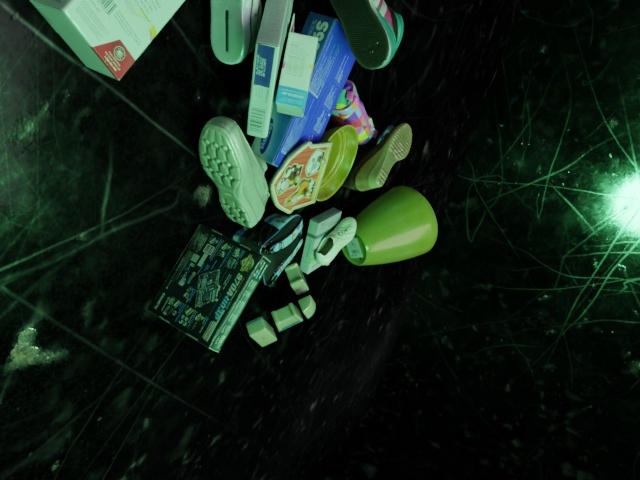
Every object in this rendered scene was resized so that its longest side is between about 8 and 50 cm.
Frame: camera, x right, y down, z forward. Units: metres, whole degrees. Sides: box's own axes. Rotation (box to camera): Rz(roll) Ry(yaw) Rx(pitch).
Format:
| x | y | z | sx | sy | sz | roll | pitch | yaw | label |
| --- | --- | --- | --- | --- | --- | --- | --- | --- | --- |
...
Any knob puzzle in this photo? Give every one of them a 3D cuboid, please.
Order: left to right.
| x | y | z | sx | sy | sz | roll | pitch | yaw | label |
| --- | --- | --- | --- | --- | --- | --- | --- | --- | --- |
| -0.047 | -0.143 | 1.262 | 0.213 | 0.030 | 0.213 | -39 | 149 | -29 | knob puzzle |

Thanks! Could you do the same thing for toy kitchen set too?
| x | y | z | sx | sy | sz | roll | pitch | yaw | label |
| --- | --- | --- | --- | --- | --- | --- | --- | --- | --- |
| -0.126 | 0.192 | 1.605 | 0.207 | 0.166 | 0.122 | -24 | 150 | 0 | toy kitchen set |

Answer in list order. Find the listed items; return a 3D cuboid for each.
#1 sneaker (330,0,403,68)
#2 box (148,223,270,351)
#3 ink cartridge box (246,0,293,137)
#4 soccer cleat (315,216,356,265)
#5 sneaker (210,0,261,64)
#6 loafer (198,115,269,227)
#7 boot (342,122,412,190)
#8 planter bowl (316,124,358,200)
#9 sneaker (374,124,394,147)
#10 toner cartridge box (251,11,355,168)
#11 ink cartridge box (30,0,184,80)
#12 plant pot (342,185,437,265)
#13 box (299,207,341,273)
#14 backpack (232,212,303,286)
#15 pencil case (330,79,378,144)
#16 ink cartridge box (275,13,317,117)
| x | y | z | sx | sy | sz | roll | pitch | yaw | label |
| --- | --- | --- | --- | --- | --- | --- | --- | --- | --- |
| 0.105 | -0.533 | 1.200 | 0.178 | 0.123 | 0.296 | -38 | 112 | -66 | sneaker |
| -0.235 | 0.096 | 1.124 | 0.220 | 0.175 | 0.051 | -61 | 157 | -10 | box |
| -0.096 | -0.353 | 1.018 | 0.223 | 0.045 | 0.224 | 109 | -9 | -55 | ink cartridge box |
| 0.052 | -0.006 | 1.682 | 0.196 | 0.068 | 0.076 | -53 | 152 | -21 | soccer cleat |
| -0.144 | -0.440 | 0.910 | 0.091 | 0.094 | 0.258 | -68 | 173 | -57 | sneaker |
| -0.170 | -0.150 | 1.110 | 0.112 | 0.111 | 0.320 | -59 | 165 | -25 | loafer |
| 0.138 | -0.249 | 1.561 | 0.090 | 0.206 | 0.249 | 51 | 61 | -36 | boot |
| 0.006 | -0.222 | 1.420 | 0.217 | 0.090 | 0.217 | -46 | 154 | -31 | planter bowl |
| 0.222 | -0.348 | 1.820 | 0.053 | 0.059 | 0.144 | 58 | 37 | -28 | sneaker |
| -0.034 | -0.329 | 1.248 | 0.348 | 0.075 | 0.165 | -66 | 156 | 2 | toner cartridge box |
| -0.278 | -0.332 | 0.723 | 0.175 | 0.072 | 0.127 | -58 | 156 | -15 | ink cartridge box |
| 0.224 | -0.025 | 1.921 | 0.293 | 0.274 | 0.275 | -25 | 137 | -35 | plant pot |
| 0.000 | 0.000 | 1.707 | 0.145 | 0.038 | 0.186 | -29 | 140 | -54 | box |
| -0.122 | 0.002 | 1.342 | 0.173 | 0.116 | 0.158 | -47 | 151 | -34 | backpack |
| 0.083 | -0.346 | 1.456 | 0.105 | 0.104 | 0.236 | -64 | 156 | -2 | pencil case |
| -0.046 | -0.360 | 1.104 | 0.104 | 0.061 | 0.182 | -137 | -122 | -86 | ink cartridge box |
